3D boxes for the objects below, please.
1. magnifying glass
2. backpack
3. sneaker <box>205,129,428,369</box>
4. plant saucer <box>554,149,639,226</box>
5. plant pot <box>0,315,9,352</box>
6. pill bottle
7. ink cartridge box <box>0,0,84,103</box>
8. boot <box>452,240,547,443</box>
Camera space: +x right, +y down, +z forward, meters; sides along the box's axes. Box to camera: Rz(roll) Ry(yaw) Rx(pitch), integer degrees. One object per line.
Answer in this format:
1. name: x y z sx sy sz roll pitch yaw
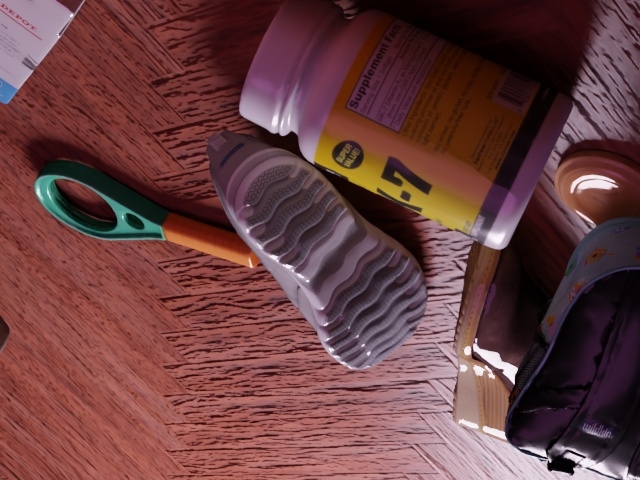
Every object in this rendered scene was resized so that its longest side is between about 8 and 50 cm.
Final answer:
1. magnifying glass: -0.161 -0.019 1.548 0.231 0.026 0.092 16 147 20
2. backpack: 0.238 0.076 1.227 0.166 0.144 0.188 21 128 3
3. sneaker: 0.000 0.000 1.407 0.115 0.105 0.281 47 174 45
4. plant saucer: 0.210 -0.033 1.233 0.083 0.013 0.083 20 148 13
5. plant pot: -0.536 0.072 1.760 0.323 0.323 0.280 -15 113 50
6. pill bottle: 0.058 -0.088 1.173 0.209 0.119 0.119 25 149 6
7. ink cartridge box: -0.248 -0.190 1.327 0.104 0.060 0.180 37 149 -12
8. boot: 0.214 0.090 1.377 0.207 0.090 0.248 7 141 9
